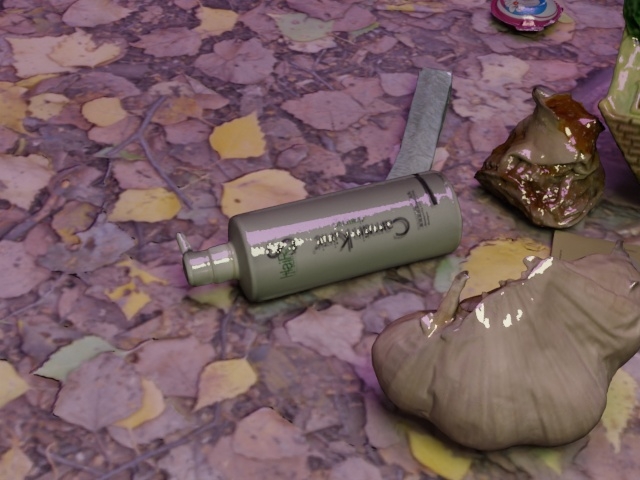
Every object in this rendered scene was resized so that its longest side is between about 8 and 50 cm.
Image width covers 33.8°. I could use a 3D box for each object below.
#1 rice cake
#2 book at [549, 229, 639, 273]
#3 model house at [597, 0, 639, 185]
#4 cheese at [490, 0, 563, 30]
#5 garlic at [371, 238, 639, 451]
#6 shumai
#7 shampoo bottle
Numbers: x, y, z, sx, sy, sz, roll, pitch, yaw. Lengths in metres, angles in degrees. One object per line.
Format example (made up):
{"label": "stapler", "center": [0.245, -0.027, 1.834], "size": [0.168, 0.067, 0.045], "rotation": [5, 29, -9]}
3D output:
{"label": "rice cake", "center": [0.110, -0.118, 1.163], "size": [0.045, 0.042, 0.245], "rotation": [12, 42, 7]}
{"label": "book", "center": [0.279, 0.026, 1.028], "size": [0.111, 0.014, 0.077], "rotation": [11, 43, 10]}
{"label": "model house", "center": [0.387, -0.132, 1.017], "size": [0.214, 0.195, 0.189], "rotation": [14, 79, 28]}
{"label": "cheese", "center": [0.270, -0.316, 1.391], "size": [0.095, 0.038, 0.145], "rotation": [3, 43, 0]}
{"label": "garlic", "center": [0.159, 0.097, 0.843], "size": [0.229, 0.178, 0.142], "rotation": [-17, 74, 7]}
{"label": "shumai", "center": [0.231, -0.095, 1.084], "size": [0.146, 0.116, 0.145], "rotation": [-2, 41, 2]}
{"label": "shampoo bottle", "center": [0.000, 0.000, 0.994], "size": [0.262, 0.085, 0.085], "rotation": [-13, 44, -16]}
